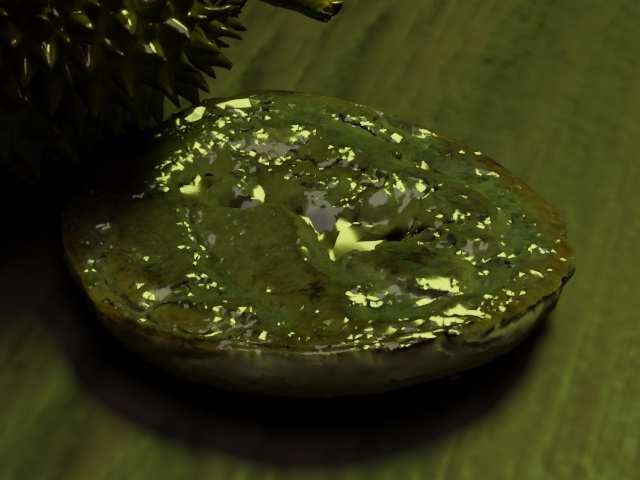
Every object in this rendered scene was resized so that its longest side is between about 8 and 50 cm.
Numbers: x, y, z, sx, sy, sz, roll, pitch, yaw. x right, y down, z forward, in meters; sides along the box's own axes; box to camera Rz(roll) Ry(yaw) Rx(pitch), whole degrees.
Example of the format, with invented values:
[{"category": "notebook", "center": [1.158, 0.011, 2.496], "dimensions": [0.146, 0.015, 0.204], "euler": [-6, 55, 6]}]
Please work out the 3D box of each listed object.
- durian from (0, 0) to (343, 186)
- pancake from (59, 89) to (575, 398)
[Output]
[{"category": "durian", "center": [-0.087, -0.065, 0.577], "dimensions": [0.208, 0.102, 0.146], "euler": [-6, 2, -32]}, {"category": "pancake", "center": [0.000, 0.000, 0.562], "dimensions": [0.158, 0.028, 0.158], "euler": [4, 33, -3]}]
